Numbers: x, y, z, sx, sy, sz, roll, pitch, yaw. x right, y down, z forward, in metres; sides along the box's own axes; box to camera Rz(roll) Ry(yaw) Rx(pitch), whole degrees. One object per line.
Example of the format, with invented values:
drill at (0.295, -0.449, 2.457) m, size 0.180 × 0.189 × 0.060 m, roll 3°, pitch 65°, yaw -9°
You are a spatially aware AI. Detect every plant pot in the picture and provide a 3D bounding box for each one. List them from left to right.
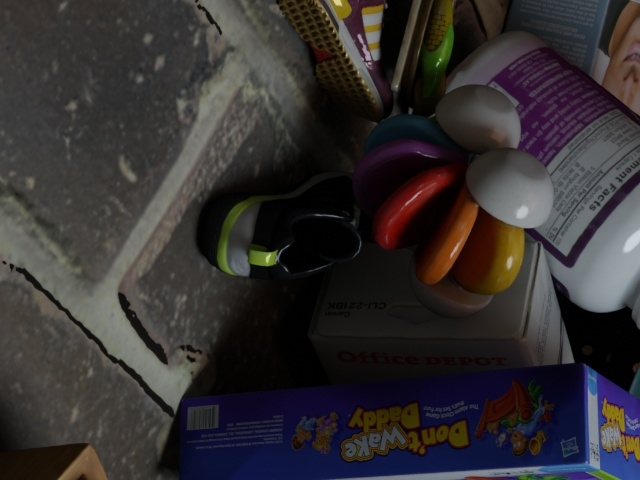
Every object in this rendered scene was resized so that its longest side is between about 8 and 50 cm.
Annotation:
plant pot at (0.314, 0.113, 1.820) m, size 0.166 × 0.165 × 0.234 m, roll -67°, pitch 156°, yaw -9°

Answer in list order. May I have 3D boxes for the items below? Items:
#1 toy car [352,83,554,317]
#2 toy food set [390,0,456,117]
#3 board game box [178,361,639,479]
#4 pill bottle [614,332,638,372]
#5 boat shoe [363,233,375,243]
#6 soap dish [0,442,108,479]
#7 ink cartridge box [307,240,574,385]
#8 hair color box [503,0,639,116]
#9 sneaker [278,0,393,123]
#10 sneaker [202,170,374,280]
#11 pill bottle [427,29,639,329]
toy car at (0.093, -0.035, 1.309) m, size 0.136 × 0.182 × 0.159 m, roll 8°, pitch 131°, yaw -26°
toy food set at (0.100, -0.168, 1.385) m, size 0.192 × 0.038 × 0.132 m, roll 21°, pitch 84°, yaw -82°
board game box at (0.091, 0.176, 1.327) m, size 0.233 × 0.347 × 0.078 m, roll 30°, pitch 56°, yaw -57°
pill bottle at (0.498, 0.156, 2.059) m, size 0.224 × 0.224 × 0.392 m, roll 26°, pitch 83°, yaw -58°
boat shoe at (0.100, 0.032, 1.532) m, size 0.228 × 0.080 × 0.076 m, roll 66°, pitch 33°, yaw -43°
soap dish at (-0.237, 0.305, 1.106) m, size 0.291 × 0.118 × 0.229 m, roll -49°, pitch 142°, yaw -33°
ink cartridge box at (0.125, 0.124, 1.477) m, size 0.273 × 0.197 × 0.114 m, roll 66°, pitch 30°, yaw -47°
hair color box at (0.277, -0.201, 1.641) m, size 0.185 × 0.113 × 0.374 m, roll 2°, pitch 104°, yaw -55°
sneaker at (0.032, -0.174, 1.323) m, size 0.084 × 0.069 × 0.185 m, roll -53°, pitch 145°, yaw -18°
sneaker at (0.000, 0.000, 1.335) m, size 0.234 × 0.097 × 0.084 m, roll -17°, pitch 120°, yaw -53°
pill bottle at (0.243, -0.042, 1.455) m, size 0.169 × 0.301 × 0.169 m, roll -39°, pitch 157°, yaw -20°
